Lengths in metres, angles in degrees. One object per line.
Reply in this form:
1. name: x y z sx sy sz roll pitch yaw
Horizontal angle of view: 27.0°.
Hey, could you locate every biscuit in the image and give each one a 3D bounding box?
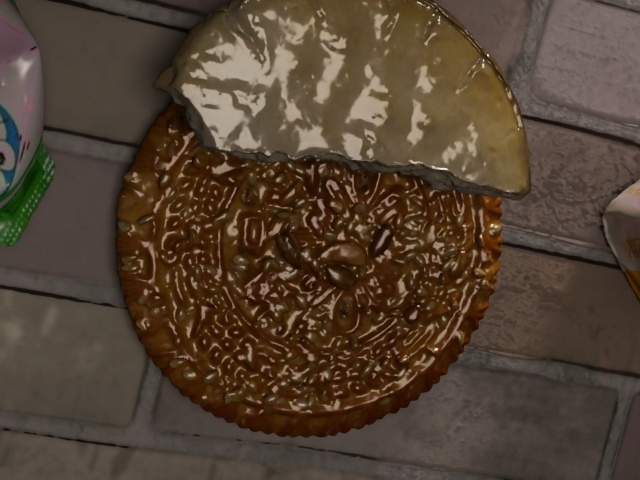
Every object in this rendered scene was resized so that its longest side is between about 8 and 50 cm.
1. biscuit: 0.000 0.000 0.970 0.305 0.038 0.305 -4 101 -19
2. biscuit: 0.031 -0.113 0.921 0.290 0.038 0.141 9 93 -22

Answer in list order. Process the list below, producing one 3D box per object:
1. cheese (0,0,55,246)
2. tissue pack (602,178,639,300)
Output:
1. cheese: -0.261 -0.123 0.781 0.320 0.083 0.204 55 42 -39
2. tissue pack: 0.352 -0.015 0.996 0.185 0.225 0.124 -35 110 -11
